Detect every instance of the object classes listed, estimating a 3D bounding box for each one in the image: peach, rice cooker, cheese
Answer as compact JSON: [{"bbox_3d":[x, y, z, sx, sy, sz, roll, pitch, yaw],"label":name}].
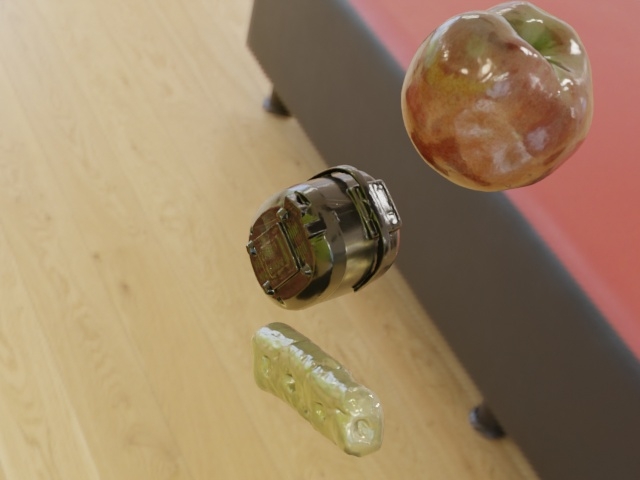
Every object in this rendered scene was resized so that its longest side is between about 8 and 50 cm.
[{"bbox_3d":[0.130,-0.113,0.941,0.152,0.152,0.152,9,39,-7],"label":"peach"},{"bbox_3d":[0.000,0.000,1.086,0.106,0.165,0.112,-19,79,-27],"label":"rice cooker"},{"bbox_3d":[-0.006,0.121,1.008,0.043,0.065,0.194,-5,16,-26],"label":"cheese"}]
